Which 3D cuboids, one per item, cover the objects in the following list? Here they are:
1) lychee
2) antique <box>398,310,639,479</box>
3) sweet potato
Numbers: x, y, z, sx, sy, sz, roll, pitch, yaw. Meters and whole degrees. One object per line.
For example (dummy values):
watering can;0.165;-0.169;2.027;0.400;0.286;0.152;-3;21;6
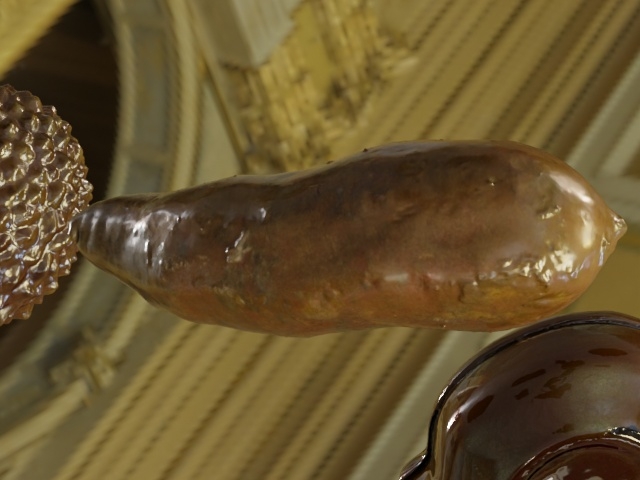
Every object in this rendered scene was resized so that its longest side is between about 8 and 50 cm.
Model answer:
lychee;-0.286;-0.018;1.385;0.238;0.200;0.200;-48;-138;8
antique;0.200;0.179;1.485;0.278;0.223;0.129;-32;-150;15
sweet potato;-0.002;0.000;0.873;0.292;0.097;0.097;-2;-135;22
